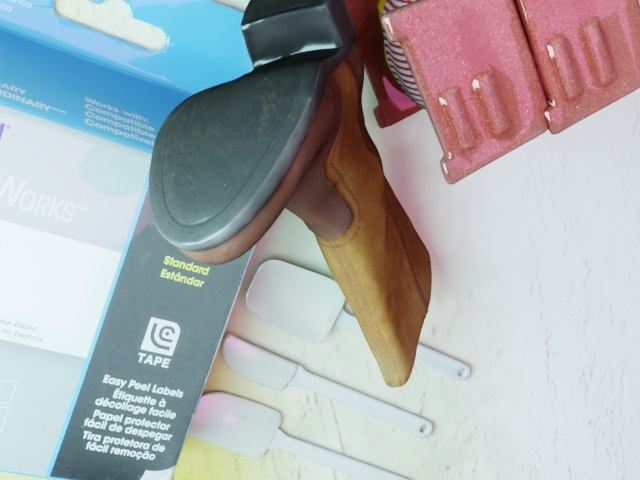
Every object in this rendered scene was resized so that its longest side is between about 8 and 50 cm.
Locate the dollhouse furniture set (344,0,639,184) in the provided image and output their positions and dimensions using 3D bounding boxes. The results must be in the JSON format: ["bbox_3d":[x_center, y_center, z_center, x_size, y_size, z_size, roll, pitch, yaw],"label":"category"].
[{"bbox_3d":[0.061,-0.252,0.620,0.152,0.201,0.374,-25,108,-2],"label":"dollhouse furniture set"}]

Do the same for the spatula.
[{"bbox_3d":[0.017,0.128,0.803,0.242,0.019,0.168,26,92,-25],"label":"spatula"}]

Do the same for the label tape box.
[{"bbox_3d":[-0.177,-0.020,0.635,0.249,0.115,0.348,17,98,-25],"label":"label tape box"}]

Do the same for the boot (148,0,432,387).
[{"bbox_3d":[0.000,0.000,0.631,0.096,0.264,0.280,-11,127,16],"label":"boot"}]
